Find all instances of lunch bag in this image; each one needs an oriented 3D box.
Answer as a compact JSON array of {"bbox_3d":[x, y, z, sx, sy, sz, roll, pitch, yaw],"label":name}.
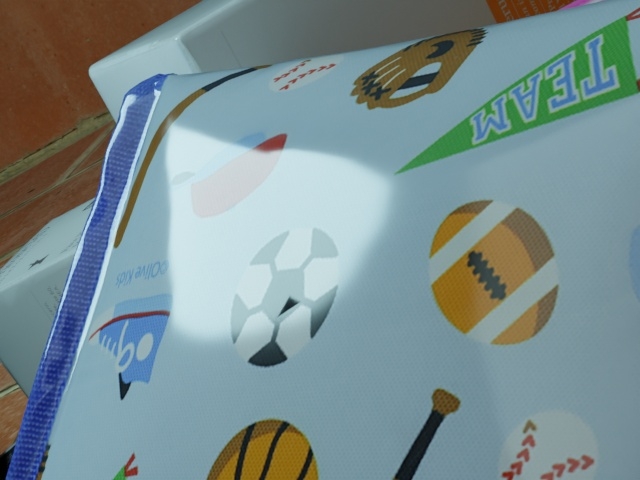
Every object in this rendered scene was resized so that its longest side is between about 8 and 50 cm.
[{"bbox_3d":[0.049,0.125,0.572,0.328,0.239,0.385,-5,62,44],"label":"lunch bag"}]

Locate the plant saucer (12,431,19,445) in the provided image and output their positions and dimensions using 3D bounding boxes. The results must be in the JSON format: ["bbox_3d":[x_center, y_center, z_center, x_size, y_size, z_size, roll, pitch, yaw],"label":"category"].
[{"bbox_3d":[-0.142,0.121,1.505,0.278,0.041,0.278,-31,14,9],"label":"plant saucer"}]

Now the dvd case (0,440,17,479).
[{"bbox_3d":[-0.290,0.253,1.333,0.238,0.029,0.179,-42,18,1],"label":"dvd case"}]

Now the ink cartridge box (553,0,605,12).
[{"bbox_3d":[0.294,-0.154,1.252,0.371,0.069,0.176,-26,32,-4],"label":"ink cartridge box"}]

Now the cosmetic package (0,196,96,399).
[{"bbox_3d":[-0.141,0.046,1.360,0.183,0.151,0.151,-24,16,32],"label":"cosmetic package"}]

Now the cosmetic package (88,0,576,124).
[{"bbox_3d":[0.044,-0.169,1.589,0.453,0.230,0.161,-37,15,-33],"label":"cosmetic package"}]
